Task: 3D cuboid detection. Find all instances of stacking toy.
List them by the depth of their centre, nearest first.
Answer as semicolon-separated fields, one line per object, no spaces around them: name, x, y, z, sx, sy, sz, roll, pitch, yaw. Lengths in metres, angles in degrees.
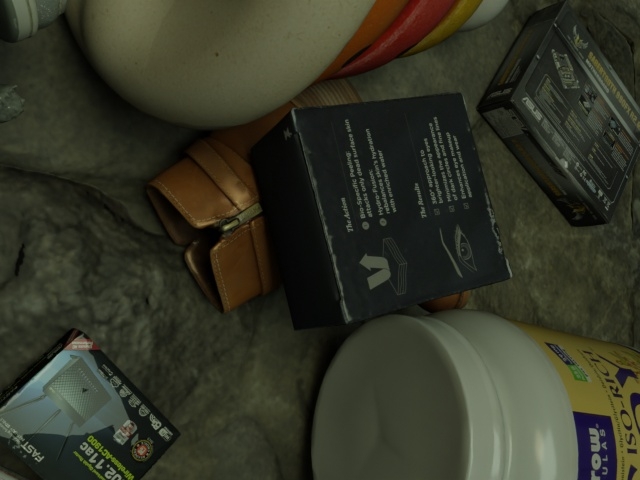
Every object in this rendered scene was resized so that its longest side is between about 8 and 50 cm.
stacking toy;0.051;-0.268;0.570;0.479;0.350;0.351;-9;91;-48

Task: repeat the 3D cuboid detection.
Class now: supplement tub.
supplement tub;0.183;0.196;0.622;0.331;0.241;0.241;15;78;-32

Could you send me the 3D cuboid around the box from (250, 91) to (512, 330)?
box;0.046;-0.023;0.521;0.158;0.093;0.156;-11;85;-28

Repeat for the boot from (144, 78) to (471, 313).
boot;0.000;0.000;0.593;0.220;0.109;0.283;-40;106;-30

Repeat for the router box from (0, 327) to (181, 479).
router box;-0.183;0.142;0.507;0.092;0.038;0.122;-47;111;-26

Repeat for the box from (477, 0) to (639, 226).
box;0.323;-0.159;0.850;0.231;0.056;0.183;42;65;-24

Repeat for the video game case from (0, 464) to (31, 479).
video game case;-0.246;0.272;0.436;0.206;0.026;0.227;38;74;-21

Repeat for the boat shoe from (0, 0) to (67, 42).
boat shoe;-0.223;-0.274;0.421;0.103;0.118;0.320;-20;72;-22

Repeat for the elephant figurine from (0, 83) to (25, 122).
elephant figurine;-0.316;-0.173;0.386;0.186;0.169;0.240;15;59;-60
